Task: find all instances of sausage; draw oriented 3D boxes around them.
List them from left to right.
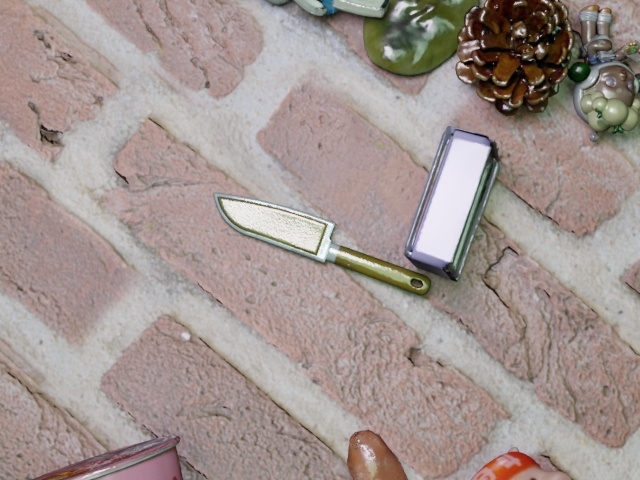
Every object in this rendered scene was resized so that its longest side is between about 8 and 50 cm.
[{"bbox_3d":[0.138,0.408,1.527,0.087,0.079,0.327,-40,85,8],"label":"sausage"}]

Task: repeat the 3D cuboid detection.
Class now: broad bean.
[{"bbox_3d":[0.151,-0.338,1.597,0.153,0.072,0.207,24,99,6],"label":"broad bean"}]

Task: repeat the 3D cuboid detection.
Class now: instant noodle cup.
[{"bbox_3d":[-0.272,0.405,1.452,0.242,0.243,0.231,-16,87,-1],"label":"instant noodle cup"}]

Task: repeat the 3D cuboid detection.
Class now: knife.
[{"bbox_3d":[0.000,-0.001,1.586,0.343,0.027,0.061,19,90,5],"label":"knife"}]

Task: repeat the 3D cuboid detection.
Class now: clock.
[{"bbox_3d":[0.186,-0.049,1.528,0.073,0.144,0.193,18,85,14],"label":"clock"}]

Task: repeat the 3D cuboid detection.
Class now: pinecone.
[{"bbox_3d":[0.271,-0.267,1.524,0.149,0.195,0.179,-4,85,-8],"label":"pinecone"}]

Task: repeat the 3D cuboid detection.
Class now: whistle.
[{"bbox_3d":[-0.016,-0.366,1.584,0.235,0.077,0.114,20,46,9],"label":"whistle"}]

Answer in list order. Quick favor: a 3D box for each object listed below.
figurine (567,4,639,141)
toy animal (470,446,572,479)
[{"bbox_3d":[0.411,-0.242,1.566,0.147,0.093,0.197,4,84,-28],"label":"figurine"},{"bbox_3d":[0.277,0.388,1.492,0.171,0.171,0.198,-33,90,-2],"label":"toy animal"}]
